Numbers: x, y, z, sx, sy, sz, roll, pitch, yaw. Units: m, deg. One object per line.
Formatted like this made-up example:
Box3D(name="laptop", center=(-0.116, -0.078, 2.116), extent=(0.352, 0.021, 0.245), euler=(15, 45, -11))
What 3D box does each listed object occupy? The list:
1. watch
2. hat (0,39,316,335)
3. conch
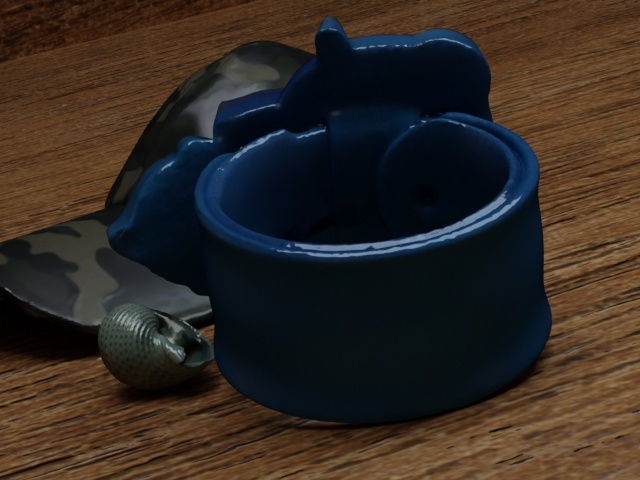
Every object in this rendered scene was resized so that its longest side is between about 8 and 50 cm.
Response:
Box3D(name="watch", center=(0.000, 0.000, 1.377), extent=(0.305, 0.241, 0.274), euler=(-10, 28, 0))
Box3D(name="hat", center=(-0.137, -0.054, 1.692), extent=(0.382, 0.257, 0.366), euler=(3, 1, -42))
Box3D(name="conch", center=(-0.119, 0.081, 1.431), extent=(0.076, 0.056, 0.085), euler=(-1, 34, -47))
